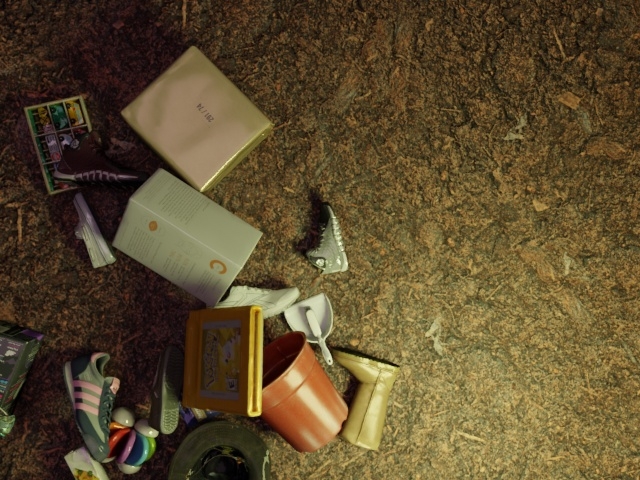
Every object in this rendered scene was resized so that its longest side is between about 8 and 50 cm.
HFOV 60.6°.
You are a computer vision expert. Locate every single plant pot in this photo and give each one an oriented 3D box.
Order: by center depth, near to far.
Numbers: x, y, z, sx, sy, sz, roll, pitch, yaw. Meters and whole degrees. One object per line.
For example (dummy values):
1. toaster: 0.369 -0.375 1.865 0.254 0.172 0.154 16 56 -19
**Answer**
1. plant pot: -0.074 0.455 1.600 0.272 0.272 0.265 -39 103 -9

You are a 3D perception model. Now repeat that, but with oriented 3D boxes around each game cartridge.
1. game cartridge: -0.280 0.330 1.526 0.052 0.323 0.286 12 74 -46

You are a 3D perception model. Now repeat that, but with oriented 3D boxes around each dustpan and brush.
1. dustpan and brush: -0.011 0.286 1.710 0.147 0.060 0.211 -22 91 -10

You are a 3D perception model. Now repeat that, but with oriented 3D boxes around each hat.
1. hat: -0.302 0.705 1.607 0.331 0.134 0.332 6 69 -17

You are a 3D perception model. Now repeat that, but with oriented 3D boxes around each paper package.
1. paper package: -0.362 -0.345 1.629 0.325 0.168 0.309 45 81 -6

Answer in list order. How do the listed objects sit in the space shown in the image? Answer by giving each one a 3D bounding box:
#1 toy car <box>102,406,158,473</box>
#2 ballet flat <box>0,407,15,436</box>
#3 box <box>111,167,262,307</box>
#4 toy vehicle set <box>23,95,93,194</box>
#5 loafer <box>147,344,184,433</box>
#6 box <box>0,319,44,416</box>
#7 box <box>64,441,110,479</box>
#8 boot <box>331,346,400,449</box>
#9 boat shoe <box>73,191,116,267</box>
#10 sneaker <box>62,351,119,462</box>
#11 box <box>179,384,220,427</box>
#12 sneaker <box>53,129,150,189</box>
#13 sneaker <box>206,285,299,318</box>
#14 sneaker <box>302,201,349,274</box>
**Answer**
1. toy car: -0.562 0.580 1.567 0.182 0.136 0.159 28 83 -7
2. ballet flat: -0.875 0.435 1.401 0.188 0.070 0.070 30 83 -12
3. box: -0.378 -0.004 1.560 0.345 0.215 0.168 33 41 -7
4. toy vehicle set: -0.754 -0.281 1.626 0.165 0.035 0.267 -17 90 -10
5. loafer: -0.461 0.432 1.598 0.087 0.094 0.251 -10 63 25
6. box: -0.900 0.373 1.506 0.143 0.165 0.271 20 84 -10
7. box: -0.634 0.741 1.584 0.063 0.067 0.324 -26 93 -8
8. boot: 0.111 0.491 1.709 0.236 0.089 0.270 19 88 -2
9. boat shoe: -0.681 -0.027 1.602 0.075 0.083 0.226 -25 92 -11
10. sneaker: -0.616 0.447 1.521 0.131 0.112 0.319 -22 59 -17
11. box: -0.330 0.460 1.663 0.225 0.036 0.136 -29 92 -8
12. sneaker: -0.616 -0.237 1.560 0.281 0.106 0.163 4 80 4
13. sneaker: -0.208 0.187 1.662 0.297 0.111 0.129 -17 85 -10
14. sneaker: 0.000 0.000 1.715 0.132 0.086 0.229 -16 91 -7
